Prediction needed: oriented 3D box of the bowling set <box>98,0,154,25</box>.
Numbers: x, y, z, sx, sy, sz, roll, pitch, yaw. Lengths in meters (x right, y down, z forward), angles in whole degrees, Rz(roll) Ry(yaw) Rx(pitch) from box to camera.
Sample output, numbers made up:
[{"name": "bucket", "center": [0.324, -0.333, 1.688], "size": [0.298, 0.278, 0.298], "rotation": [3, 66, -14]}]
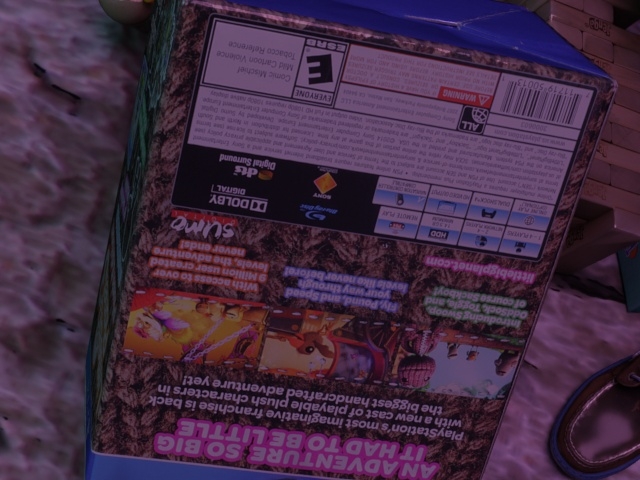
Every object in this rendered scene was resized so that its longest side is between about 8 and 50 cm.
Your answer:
[{"name": "bowling set", "center": [-0.074, -0.172, 0.847], "size": [0.154, 0.287, 0.199], "rotation": [-21, 118, -35]}]

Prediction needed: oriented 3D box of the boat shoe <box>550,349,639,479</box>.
[{"name": "boat shoe", "center": [0.239, 0.099, 0.901], "size": [0.183, 0.066, 0.066], "rotation": [-36, 76, -19]}]

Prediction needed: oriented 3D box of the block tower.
[{"name": "block tower", "center": [0.185, -0.151, 0.975], "size": [0.097, 0.091, 0.335], "rotation": [15, 65, -23]}]

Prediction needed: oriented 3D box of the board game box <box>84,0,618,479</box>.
[{"name": "board game box", "center": [0.000, 0.000, 0.741], "size": [0.232, 0.291, 0.141], "rotation": [9, 23, -15]}]

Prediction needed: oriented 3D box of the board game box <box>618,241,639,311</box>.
[{"name": "board game box", "center": [0.331, -0.023, 1.002], "size": [0.210, 0.047, 0.160], "rotation": [3, 68, -17]}]
